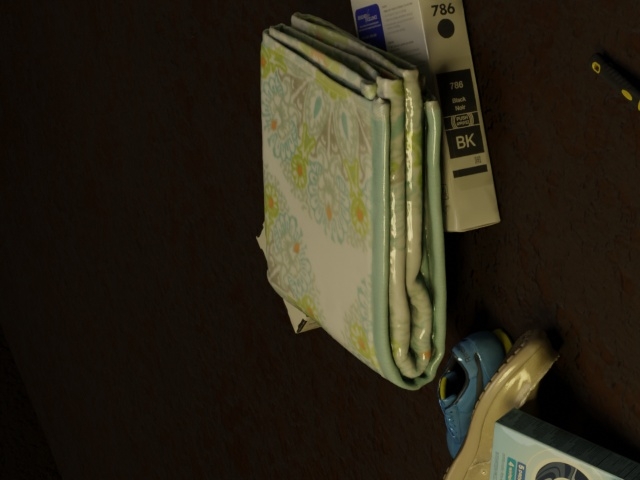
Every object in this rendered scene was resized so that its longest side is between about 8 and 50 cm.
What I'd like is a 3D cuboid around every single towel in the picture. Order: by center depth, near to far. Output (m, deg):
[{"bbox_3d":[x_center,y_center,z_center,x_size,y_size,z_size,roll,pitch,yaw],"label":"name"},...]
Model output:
[{"bbox_3d":[0.034,-0.053,1.799,0.320,0.090,0.374,38,134,56],"label":"towel"}]

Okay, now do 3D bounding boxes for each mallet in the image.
[{"bbox_3d":[0.297,-0.128,1.404,0.189,0.039,0.062,-120,30,-43],"label":"mallet"}]

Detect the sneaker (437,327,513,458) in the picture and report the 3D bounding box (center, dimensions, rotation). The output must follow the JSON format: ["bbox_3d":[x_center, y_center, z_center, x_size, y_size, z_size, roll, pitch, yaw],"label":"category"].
[{"bbox_3d":[0.160,0.184,1.790,0.069,0.082,0.209,55,149,37],"label":"sneaker"}]

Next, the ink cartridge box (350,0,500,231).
[{"bbox_3d":[0.110,-0.175,1.752,0.165,0.065,0.332,2,104,65],"label":"ink cartridge box"}]

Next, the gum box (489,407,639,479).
[{"bbox_3d":[0.257,0.274,1.582,0.184,0.041,0.157,22,124,34],"label":"gum box"}]

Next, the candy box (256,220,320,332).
[{"bbox_3d":[0.000,0.000,2.064,0.159,0.071,0.233,67,153,21],"label":"candy box"}]

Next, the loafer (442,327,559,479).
[{"bbox_3d":[0.208,0.210,1.688,0.092,0.102,0.268,28,126,12],"label":"loafer"}]
